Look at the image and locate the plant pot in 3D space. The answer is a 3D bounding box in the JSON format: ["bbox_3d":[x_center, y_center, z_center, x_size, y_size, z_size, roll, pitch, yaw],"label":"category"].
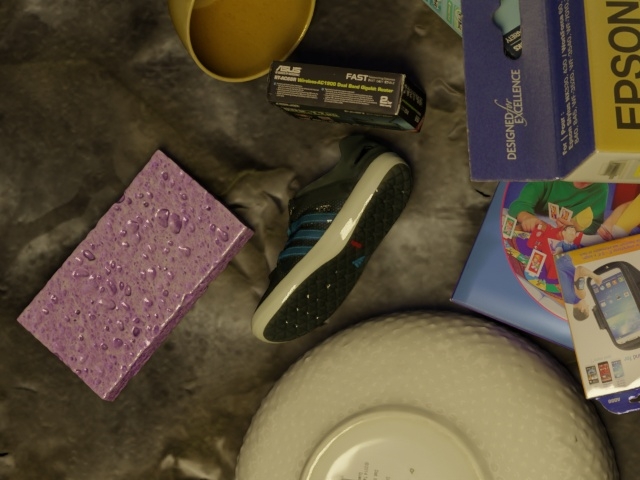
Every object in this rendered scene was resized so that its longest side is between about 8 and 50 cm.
[{"bbox_3d":[-0.085,-0.223,1.548,0.134,0.134,0.095,-53,47,4],"label":"plant pot"}]

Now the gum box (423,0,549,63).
[{"bbox_3d":[0.166,-0.233,1.460,0.157,0.041,0.184,-33,60,-19],"label":"gum box"}]

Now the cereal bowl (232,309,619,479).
[{"bbox_3d":[0.077,0.223,1.432,0.339,0.141,0.339,-2,84,15],"label":"cereal bowl"}]

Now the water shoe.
[{"bbox_3d":[0.000,0.000,1.527,0.203,0.073,0.080,-51,52,1],"label":"water shoe"}]

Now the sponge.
[{"bbox_3d":[-0.170,0.033,1.580,0.117,0.031,0.210,42,95,16],"label":"sponge"}]

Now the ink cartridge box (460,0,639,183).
[{"bbox_3d":[0.268,-0.187,1.371,0.307,0.072,0.303,2,65,-6],"label":"ink cartridge box"}]

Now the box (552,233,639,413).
[{"bbox_3d":[0.241,0.068,1.379,0.081,0.028,0.136,-15,78,14],"label":"box"}]

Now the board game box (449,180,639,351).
[{"bbox_3d":[0.313,0.009,1.421,0.347,0.078,0.233,22,90,17],"label":"board game box"}]

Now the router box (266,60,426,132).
[{"bbox_3d":[0.024,-0.126,1.513,0.122,0.092,0.038,7,85,17],"label":"router box"}]
